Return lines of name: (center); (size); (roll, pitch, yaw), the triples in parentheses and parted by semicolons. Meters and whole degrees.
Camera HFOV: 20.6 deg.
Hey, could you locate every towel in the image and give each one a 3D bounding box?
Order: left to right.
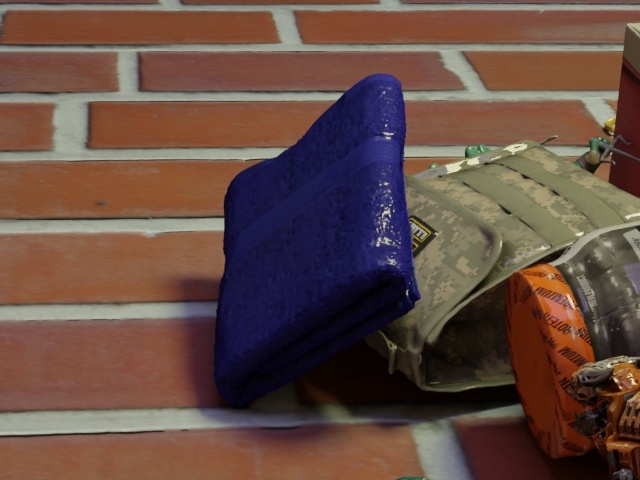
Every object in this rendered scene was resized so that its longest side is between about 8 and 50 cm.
towel: (0.000, 0.000, 1.649); (0.076, 0.228, 0.308); (40, 30, -26)

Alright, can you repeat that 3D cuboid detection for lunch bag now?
lunch bag: (0.150, 0.030, 1.672); (0.287, 0.169, 0.235); (-16, 26, -21)

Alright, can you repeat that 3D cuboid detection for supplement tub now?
supplement tub: (0.341, 0.073, 1.502); (0.338, 0.207, 0.207); (-10, 25, -8)

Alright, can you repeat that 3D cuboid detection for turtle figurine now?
turtle figurine: (0.233, -0.061, 1.952); (0.175, 0.118, 0.234); (-4, 8, -42)

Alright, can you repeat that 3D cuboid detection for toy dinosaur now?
toy dinosaur: (0.278, 0.198, 1.220); (0.164, 0.218, 0.322); (-2, 23, -12)

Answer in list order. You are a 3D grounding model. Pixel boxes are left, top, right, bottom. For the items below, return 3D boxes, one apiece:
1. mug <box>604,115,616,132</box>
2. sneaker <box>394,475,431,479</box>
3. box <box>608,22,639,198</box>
mug: (0.412, -0.170, 2.296); (0.078, 0.062, 0.064); (5, 15, -10)
sneaker: (-0.021, 0.238, 1.240); (0.121, 0.108, 0.302); (21, 30, 28)
box: (0.414, -0.117, 1.947); (0.149, 0.232, 0.127); (-4, 24, -14)
